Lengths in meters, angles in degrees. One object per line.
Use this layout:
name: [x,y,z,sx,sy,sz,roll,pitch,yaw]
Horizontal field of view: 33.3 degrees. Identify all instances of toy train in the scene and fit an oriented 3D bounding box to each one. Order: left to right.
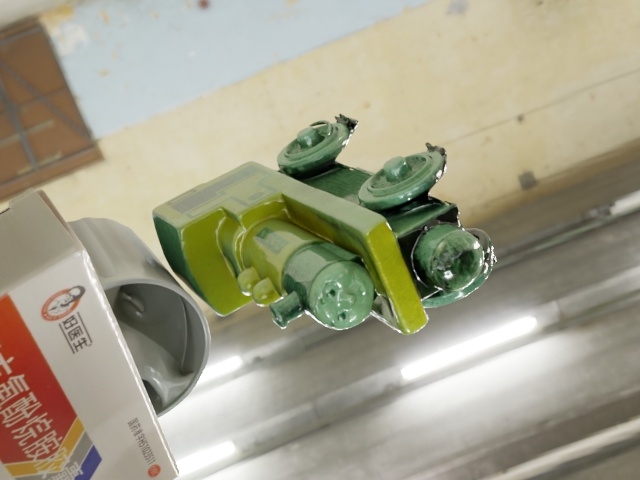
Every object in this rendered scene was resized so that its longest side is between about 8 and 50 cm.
toy train: [0.000,0.000,1.024,0.237,0.150,0.369,-30,-158,-15]

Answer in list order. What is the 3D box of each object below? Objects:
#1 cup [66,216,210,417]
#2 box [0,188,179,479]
cup: [-0.245,0.094,1.128,0.221,0.167,0.202,-43,-147,-2]
box: [-0.224,0.136,0.726,0.214,0.069,0.353,-33,152,-18]
